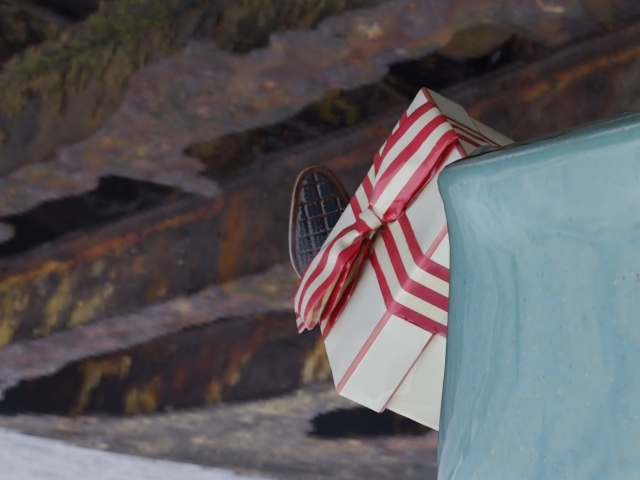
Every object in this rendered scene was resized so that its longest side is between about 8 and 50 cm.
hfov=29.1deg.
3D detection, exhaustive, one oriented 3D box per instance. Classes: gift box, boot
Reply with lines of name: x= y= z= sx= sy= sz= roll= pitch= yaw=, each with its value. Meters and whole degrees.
gift box: x=0.125 y=0.029 z=1.130 sx=0.258 sy=0.255 sz=0.276 roll=26 pitch=-166 yaw=-20
boot: x=0.000 y=0.000 z=1.348 sx=0.082 sy=0.106 sz=0.219 roll=-15 pitch=120 yaw=-6

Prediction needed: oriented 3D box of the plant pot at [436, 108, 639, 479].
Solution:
plant pot: x=0.160 y=0.071 z=0.427 sx=0.272 sy=0.255 sz=0.271 roll=-14 pitch=-177 yaw=1
